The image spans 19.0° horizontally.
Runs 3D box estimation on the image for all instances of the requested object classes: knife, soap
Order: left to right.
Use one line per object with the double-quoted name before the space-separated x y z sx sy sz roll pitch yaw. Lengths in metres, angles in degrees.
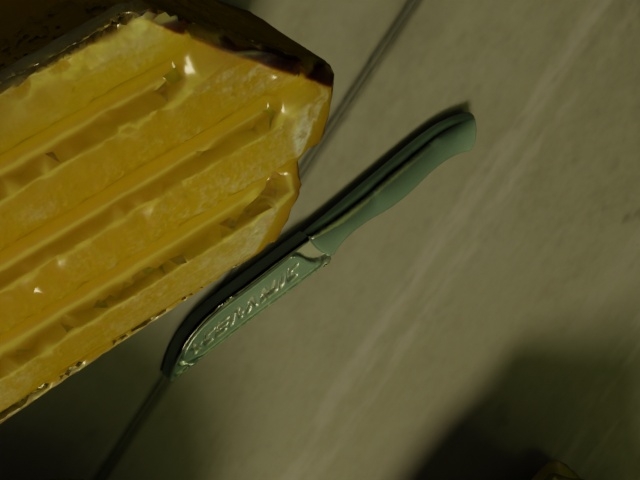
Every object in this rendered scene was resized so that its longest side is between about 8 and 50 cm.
"soap" -0.115 -0.026 0.808 0.257 0.080 0.160 -33 138 -19
"knife" 0.000 0.000 0.979 0.210 0.015 0.028 -38 144 -13

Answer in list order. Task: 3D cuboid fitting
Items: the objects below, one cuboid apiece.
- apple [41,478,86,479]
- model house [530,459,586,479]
"apple" -0.118 0.247 0.888 0.262 0.262 0.262 -23 133 -28
"model house" 0.140 0.244 1.178 0.193 0.175 0.234 -53 -178 0
